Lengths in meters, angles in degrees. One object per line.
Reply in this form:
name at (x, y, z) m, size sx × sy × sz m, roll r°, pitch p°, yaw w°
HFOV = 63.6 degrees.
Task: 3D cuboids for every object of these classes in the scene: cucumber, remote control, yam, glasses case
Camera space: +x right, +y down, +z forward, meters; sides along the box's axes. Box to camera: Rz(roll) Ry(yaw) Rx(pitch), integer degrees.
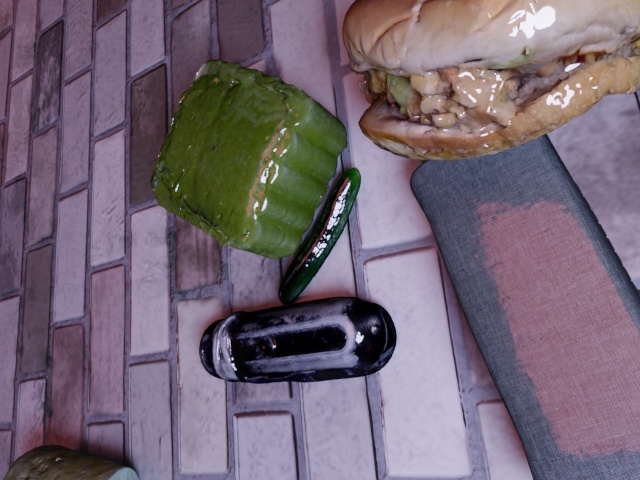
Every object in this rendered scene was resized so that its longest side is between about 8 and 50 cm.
cucumber at (0.000, 0.000, 0.595) m, size 0.036 × 0.033 × 0.184 m, roll 32°, pitch 100°, yaw 15°
remote control at (-0.046, 0.115, 0.579) m, size 0.265 × 0.066 × 0.090 m, roll -13°, pitch 70°, yaw 30°
yam at (-0.330, 0.341, 0.694) m, size 0.194 × 0.107 × 0.107 m, roll -5°, pitch 77°, yaw 31°
glasses case at (0.188, 0.048, 0.435) m, size 0.131 × 0.074 × 0.323 m, roll -28°, pitch 66°, yaw 24°

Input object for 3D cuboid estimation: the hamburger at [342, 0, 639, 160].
hamburger at (0.139, -0.167, 0.429) m, size 0.243 × 0.286 × 0.146 m, roll -16°, pitch 112°, yaw -1°

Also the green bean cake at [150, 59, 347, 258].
green bean cake at (-0.093, -0.100, 0.626) m, size 0.214 × 0.113 × 0.200 m, roll 26°, pitch 95°, yaw 35°
